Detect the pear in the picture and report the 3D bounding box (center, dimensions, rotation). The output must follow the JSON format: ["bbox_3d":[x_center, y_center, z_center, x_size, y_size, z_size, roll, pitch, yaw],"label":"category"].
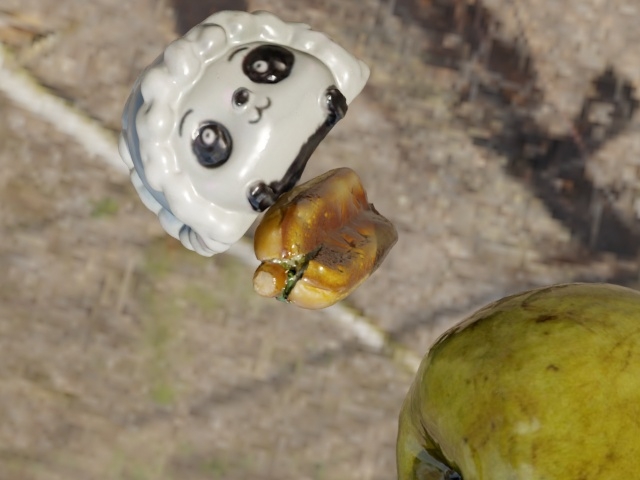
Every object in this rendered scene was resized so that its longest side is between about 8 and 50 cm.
[{"bbox_3d":[0.205,0.185,1.456,0.304,0.304,0.304,11,160,4],"label":"pear"}]

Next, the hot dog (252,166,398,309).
[{"bbox_3d":[0.000,0.000,1.587,0.068,0.100,0.249,-36,180,20],"label":"hot dog"}]

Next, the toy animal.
[{"bbox_3d":[-0.079,-0.105,1.567,0.156,0.208,0.204,39,171,-6],"label":"toy animal"}]
